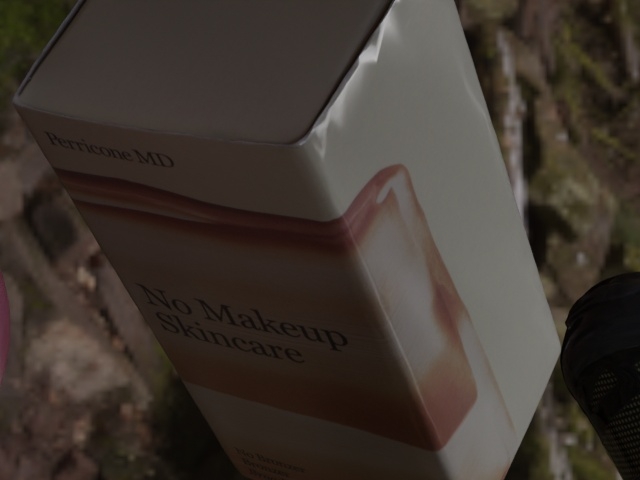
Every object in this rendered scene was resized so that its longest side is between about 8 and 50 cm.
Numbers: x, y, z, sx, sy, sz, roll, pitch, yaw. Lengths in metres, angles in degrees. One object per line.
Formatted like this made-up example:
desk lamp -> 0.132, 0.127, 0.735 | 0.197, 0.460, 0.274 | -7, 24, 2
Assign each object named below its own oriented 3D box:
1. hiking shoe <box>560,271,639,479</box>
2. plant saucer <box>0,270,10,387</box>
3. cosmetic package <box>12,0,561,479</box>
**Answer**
hiking shoe -> 0.147, 0.113, 0.508 | 0.227, 0.086, 0.114 | 53, 37, -6
plant saucer -> -0.262, -0.018, 0.547 | 0.332, 0.332, 0.084 | 64, 29, -51
cosmetic package -> 0.000, 0.000, 0.769 | 0.129, 0.153, 0.296 | -60, 145, -30
